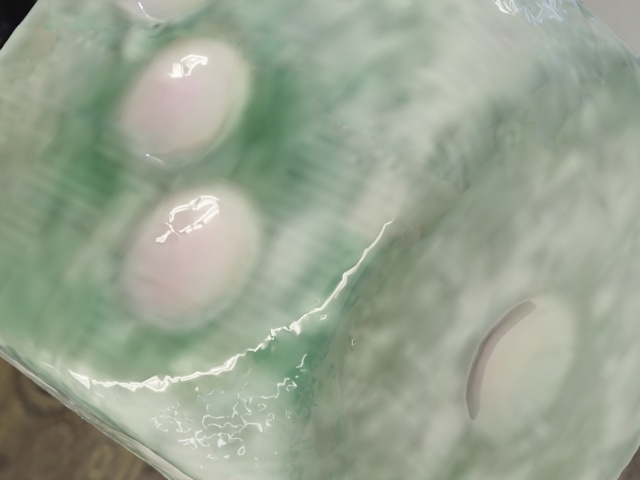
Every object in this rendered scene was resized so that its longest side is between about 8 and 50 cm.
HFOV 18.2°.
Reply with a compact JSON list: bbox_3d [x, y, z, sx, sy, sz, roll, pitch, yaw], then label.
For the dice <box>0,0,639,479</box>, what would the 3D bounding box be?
[{"bbox_3d":[0.000,0.000,1.167,0.348,0.330,0.328,28,77,41],"label":"dice"}]
